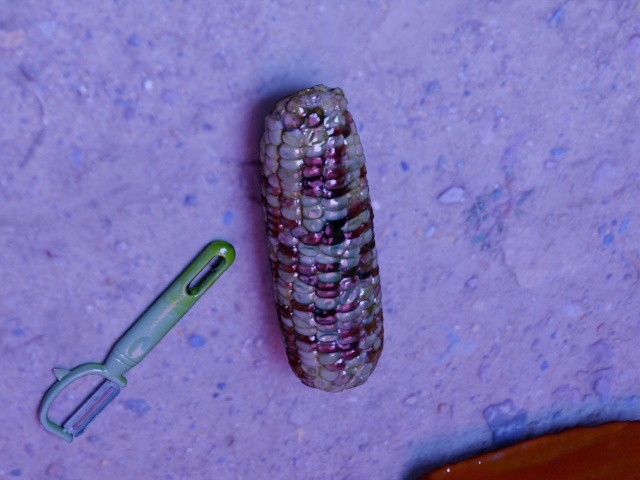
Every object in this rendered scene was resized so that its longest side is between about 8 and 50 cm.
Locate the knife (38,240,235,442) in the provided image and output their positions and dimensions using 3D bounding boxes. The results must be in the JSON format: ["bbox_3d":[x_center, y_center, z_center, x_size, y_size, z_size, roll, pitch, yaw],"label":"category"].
[{"bbox_3d":[-0.146,0.073,0.747,0.212,0.015,0.054,-45,118,10],"label":"knife"}]

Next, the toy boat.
[{"bbox_3d":[0.247,0.271,0.960,0.331,0.145,0.133,-8,146,-15],"label":"toy boat"}]

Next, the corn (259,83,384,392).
[{"bbox_3d":[0.000,0.000,0.717,0.086,0.086,0.253,-16,123,-12],"label":"corn"}]
